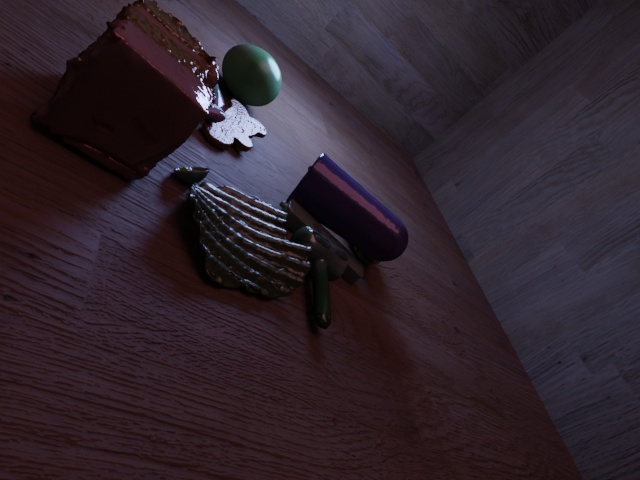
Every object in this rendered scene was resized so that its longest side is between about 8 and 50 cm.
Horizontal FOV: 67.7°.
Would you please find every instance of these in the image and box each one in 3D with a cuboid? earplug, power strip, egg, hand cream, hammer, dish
[{"bbox_3d":[0.115,-0.093,1.701,0.456,0.215,0.215,37,25,-6],"label":"earplug"},{"bbox_3d":[0.001,0.000,1.637,0.385,0.062,0.091,43,25,-17],"label":"power strip"},{"bbox_3d":[-0.280,-0.672,1.939,0.269,0.220,0.220,53,24,10],"label":"egg"},{"bbox_3d":[-0.375,-0.498,1.749,0.076,0.047,0.174,12,54,-54],"label":"hand cream"},{"bbox_3d":[-0.004,0.121,1.412,0.206,0.119,0.335,33,35,-32],"label":"hammer"},{"bbox_3d":[-0.348,-0.180,1.316,0.091,0.039,0.137,2,12,-1],"label":"dish"}]

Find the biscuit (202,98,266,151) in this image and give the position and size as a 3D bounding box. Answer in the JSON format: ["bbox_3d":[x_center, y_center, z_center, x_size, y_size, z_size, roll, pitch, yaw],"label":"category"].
[{"bbox_3d":[-0.317,-0.398,1.676,0.205,0.049,0.324,45,29,-12],"label":"biscuit"}]

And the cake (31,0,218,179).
[{"bbox_3d":[-0.425,-0.354,1.126,0.293,0.314,0.307,37,25,-30],"label":"cake"}]

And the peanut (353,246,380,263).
[{"bbox_3d":[0.192,-0.046,1.921,0.174,0.158,0.340,44,21,-55],"label":"peanut"}]

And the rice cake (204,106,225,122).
[{"bbox_3d":[-0.419,-0.417,1.491,0.270,0.049,0.055,8,63,-43],"label":"rice cake"}]

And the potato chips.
[{"bbox_3d":[-0.201,-0.024,1.277,0.389,0.097,0.373,14,42,-49],"label":"potato chips"}]
